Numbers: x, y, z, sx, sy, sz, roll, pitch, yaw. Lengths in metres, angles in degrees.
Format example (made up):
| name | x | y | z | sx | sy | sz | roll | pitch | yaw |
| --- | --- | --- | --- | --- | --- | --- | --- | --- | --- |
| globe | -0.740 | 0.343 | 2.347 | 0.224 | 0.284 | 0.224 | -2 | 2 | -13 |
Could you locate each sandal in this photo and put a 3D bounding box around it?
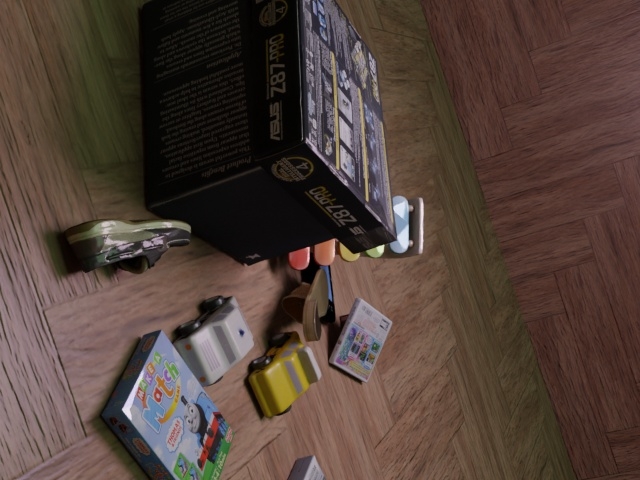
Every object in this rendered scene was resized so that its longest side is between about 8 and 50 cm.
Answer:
| name | x | y | z | sx | sy | sz | roll | pitch | yaw |
| --- | --- | --- | --- | --- | --- | --- | --- | --- | --- |
| sandal | -0.035 | 0.116 | 1.665 | 0.240 | 0.079 | 0.088 | -75 | 158 | -70 |

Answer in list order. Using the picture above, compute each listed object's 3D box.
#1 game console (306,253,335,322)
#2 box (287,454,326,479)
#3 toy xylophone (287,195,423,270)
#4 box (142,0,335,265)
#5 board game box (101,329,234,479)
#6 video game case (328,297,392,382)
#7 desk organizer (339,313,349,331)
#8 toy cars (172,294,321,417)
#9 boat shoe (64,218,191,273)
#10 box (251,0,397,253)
| name | x | y | z | sx | sy | sz | roll | pitch | yaw |
| --- | --- | --- | --- | --- | --- | --- | --- | --- | --- |
| game console | 0.000 | 0.000 | 1.887 | 0.213 | 0.044 | 0.361 | 37 | 42 | -54 |
| box | -0.006 | 0.481 | 1.522 | 0.186 | 0.038 | 0.145 | 64 | 24 | -17 |
| toy xylophone | 0.041 | -0.063 | 1.748 | 0.081 | 0.323 | 0.236 | 150 | -65 | -69 |
| box | -0.128 | -0.204 | 1.521 | 0.293 | 0.212 | 0.395 | 35 | 43 | -57 |
| board game box | -0.201 | 0.253 | 1.237 | 0.211 | 0.039 | 0.160 | 60 | 26 | -26 |
| video game case | 0.085 | 0.208 | 1.869 | 0.157 | 0.019 | 0.143 | 39 | 72 | -54 |
| desk organizer | 0.092 | 0.200 | 1.947 | 0.130 | 0.047 | 0.050 | 38 | 42 | -53 |
| toy cars | -0.095 | 0.184 | 1.470 | 0.394 | 0.087 | 0.176 | 37 | 41 | -54 |
| boat shoe | -0.258 | 0.011 | 1.243 | 0.223 | 0.080 | 0.073 | -1 | 80 | -61 |
| box | 0.007 | -0.221 | 1.446 | 0.318 | 0.097 | 0.395 | 40 | 38 | -50 |
